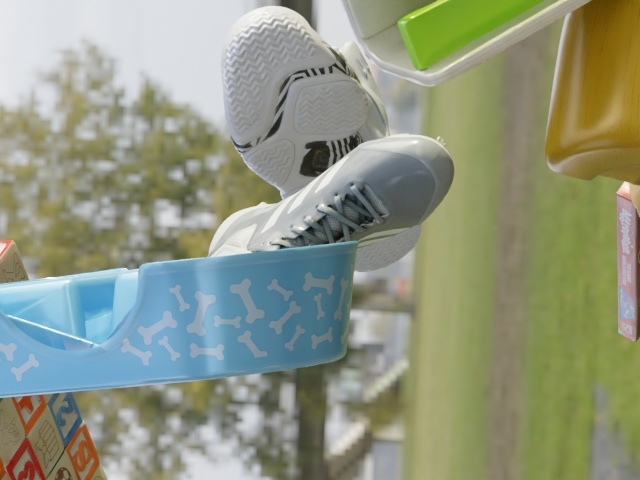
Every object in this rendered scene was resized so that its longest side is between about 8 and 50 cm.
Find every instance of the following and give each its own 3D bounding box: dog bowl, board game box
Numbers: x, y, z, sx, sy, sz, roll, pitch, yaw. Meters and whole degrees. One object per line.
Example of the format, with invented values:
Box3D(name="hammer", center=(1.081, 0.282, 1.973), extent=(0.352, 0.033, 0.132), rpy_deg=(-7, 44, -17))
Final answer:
Box3D(name="dog bowl", center=(-0.114, 0.052, 1.206), extent=(0.166, 0.297, 0.074), rpy_deg=(-6, -90, -64))
Box3D(name="board game box", center=(0.361, -0.019, 2.027), extent=(0.145, 0.027, 0.281), rpy_deg=(-50, -26, -21))

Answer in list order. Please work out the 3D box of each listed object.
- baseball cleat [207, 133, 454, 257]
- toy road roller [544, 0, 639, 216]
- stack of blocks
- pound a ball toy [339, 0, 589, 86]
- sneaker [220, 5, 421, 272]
Box3D(name="baseball cleat", center=(0.000, 0.000, 1.294), extent=(0.072, 0.206, 0.109), rpy_deg=(49, -141, -18))
Box3D(name="toy road roller", center=(0.308, -0.112, 1.401), extent=(0.329, 0.240, 0.203), rpy_deg=(127, 154, -69))
Box3D(name="stack of blocks", center=(-0.255, 0.173, 1.481), extent=(0.171, 0.087, 0.297), rpy_deg=(-64, -38, -56))
Box3D(name="pound a ball toy", center=(0.148, -0.283, 1.408), extent=(0.135, 0.319, 0.208), rpy_deg=(30, 148, 58))
Box3D(name="sneaker", center=(-0.016, -0.142, 1.963), extent=(0.366, 0.137, 0.210), rpy_deg=(57, -169, -46))
